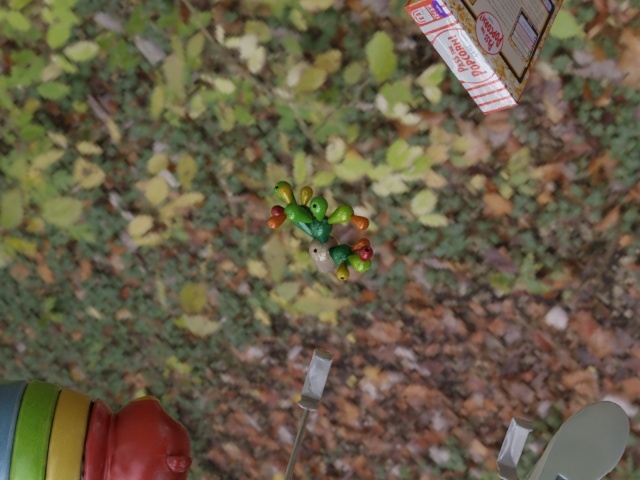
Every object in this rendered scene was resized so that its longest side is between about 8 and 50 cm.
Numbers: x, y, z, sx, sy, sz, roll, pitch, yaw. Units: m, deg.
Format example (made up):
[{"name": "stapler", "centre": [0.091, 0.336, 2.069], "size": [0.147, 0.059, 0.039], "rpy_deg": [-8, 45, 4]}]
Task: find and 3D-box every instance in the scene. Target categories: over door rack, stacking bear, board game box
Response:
[{"name": "over door rack", "centre": [0.071, 0.246, 0.955], "size": [0.240, 0.108, 0.324], "rpy_deg": [19, -156, 1]}, {"name": "stacking bear", "centre": [-0.285, 0.226, 1.164], "size": [0.289, 0.164, 0.175], "rpy_deg": [5, 157, -6]}, {"name": "board game box", "centre": [0.176, -0.248, 1.080], "size": [0.045, 0.193, 0.147], "rpy_deg": [-12, 129, 45]}]

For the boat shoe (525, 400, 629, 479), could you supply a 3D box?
[{"name": "boat shoe", "centre": [0.291, 0.291, 1.307], "size": [0.079, 0.227, 0.081], "rpy_deg": [40, 166, 4]}]

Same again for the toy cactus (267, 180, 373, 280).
[{"name": "toy cactus", "centre": [0.000, 0.000, 1.688], "size": [0.219, 0.112, 0.180], "rpy_deg": [32, 154, 23]}]

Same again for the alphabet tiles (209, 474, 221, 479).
[{"name": "alphabet tiles", "centre": [-0.186, 0.365, 0.986], "size": [0.011, 0.285, 0.342], "rpy_deg": [32, 150, 3]}]
